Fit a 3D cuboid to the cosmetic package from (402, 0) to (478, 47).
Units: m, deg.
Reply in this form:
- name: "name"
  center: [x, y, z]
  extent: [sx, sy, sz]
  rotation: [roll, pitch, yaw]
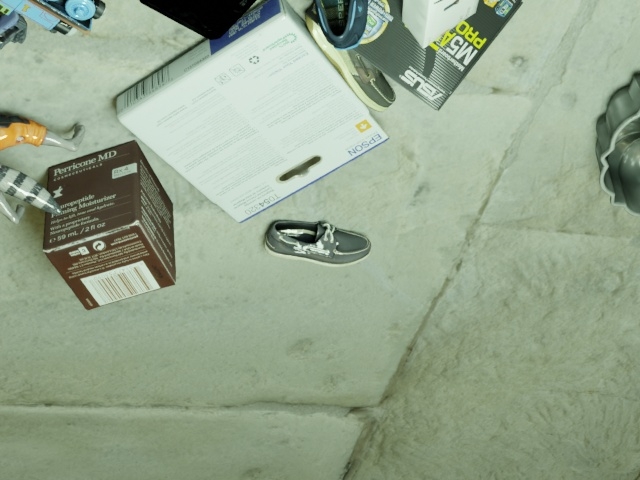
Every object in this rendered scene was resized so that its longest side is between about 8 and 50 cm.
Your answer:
- name: "cosmetic package"
  center: [0.167, -0.341, 1.365]
  extent: [0.099, 0.060, 0.239]
  rotation: [-33, 172, 0]

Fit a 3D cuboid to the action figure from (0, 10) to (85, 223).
- name: "action figure"
  center: [-0.517, -0.178, 1.532]
  extent: [0.341, 0.178, 0.330]
  rotation: [-38, 138, 26]

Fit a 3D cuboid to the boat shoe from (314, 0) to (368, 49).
- name: "boat shoe"
  center: [0.026, -0.393, 1.377]
  extent: [0.109, 0.089, 0.258]
  rotation: [-13, 96, 11]

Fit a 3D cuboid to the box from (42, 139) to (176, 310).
- name: "box"
  center: [-0.351, -0.024, 1.704]
  extent: [0.168, 0.203, 0.167]
  rotation: [-17, 137, 6]

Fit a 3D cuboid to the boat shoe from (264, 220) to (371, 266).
- name: "boat shoe"
  center: [0.000, 0.000, 1.901]
  extent: [0.206, 0.075, 0.065]
  rotation: [4, 139, -9]

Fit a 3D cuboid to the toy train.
- name: "toy train"
  center: [-0.398, -0.356, 1.437]
  extent: [0.105, 0.080, 0.184]
  rotation: [-32, 137, 34]

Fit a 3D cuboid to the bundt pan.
- name: "bundt pan"
  center: [0.632, -0.195, 1.786]
  extent: [0.331, 0.124, 0.331]
  rotation: [-6, 138, -6]

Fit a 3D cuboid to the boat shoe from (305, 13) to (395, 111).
- name: "boat shoe"
  center: [0.063, -0.290, 1.598]
  extent: [0.073, 0.080, 0.223]
  rotation: [-27, 131, 24]

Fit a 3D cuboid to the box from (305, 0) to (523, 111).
- name: "box"
  center: [0.144, -0.349, 1.518]
  extent: [0.270, 0.060, 0.216]
  rotation: [30, 104, -35]

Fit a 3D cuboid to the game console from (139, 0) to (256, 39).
- name: "game console"
  center: [-0.254, -0.406, 1.383]
  extent: [0.361, 0.044, 0.213]
  rotation: [26, 155, -20]

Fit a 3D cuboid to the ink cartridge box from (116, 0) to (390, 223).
- name: "ink cartridge box"
  center: [-0.105, -0.202, 1.667]
  extent: [0.324, 0.071, 0.330]
  rotation: [-28, 138, 18]
